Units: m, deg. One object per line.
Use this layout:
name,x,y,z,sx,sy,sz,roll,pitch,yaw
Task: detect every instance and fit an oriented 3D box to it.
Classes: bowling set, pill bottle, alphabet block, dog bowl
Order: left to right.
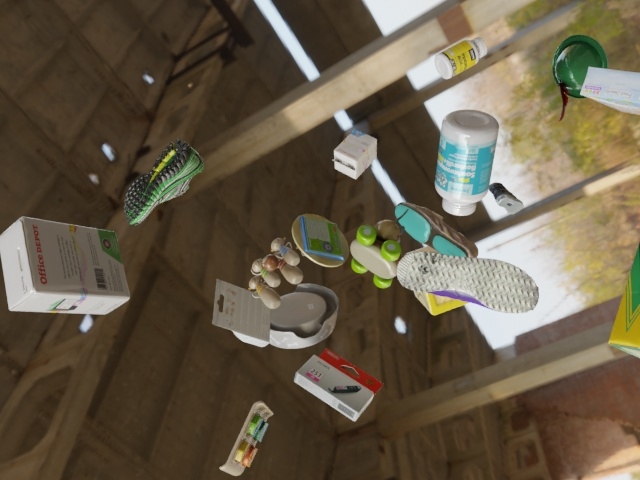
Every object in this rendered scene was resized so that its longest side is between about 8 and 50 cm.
bowling set,-0.144,0.062,2.211,0.154,0.287,0.200,41,174,37
dog bowl,-0.094,0.306,2.704,0.349,0.348,0.102,-74,-21,-60
alphabet block,0.438,0.129,2.430,0.197,0.193,0.193,-122,12,-71
pill bottle,0.334,-0.436,1.591,0.065,0.116,0.065,56,169,17
pill bottle,0.381,-0.199,1.772,0.146,0.146,0.264,-83,-6,-55

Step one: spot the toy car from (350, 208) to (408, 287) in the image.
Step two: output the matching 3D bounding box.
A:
toy car,0.185,0.002,1.802,0.148,0.155,0.188,33,-123,18

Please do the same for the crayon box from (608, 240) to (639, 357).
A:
crayon box,0.730,0.106,1.178,0.362,0.313,0.106,23,170,-7

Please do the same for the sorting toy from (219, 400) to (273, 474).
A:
sorting toy,-0.199,0.565,1.894,0.208,0.038,0.193,-60,-17,-19

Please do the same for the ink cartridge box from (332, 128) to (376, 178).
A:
ink cartridge box,0.112,-0.283,2.243,0.143,0.092,0.090,-47,-28,-27

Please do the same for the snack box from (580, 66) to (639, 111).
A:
snack box,0.707,-0.321,1.483,0.207,0.070,0.174,6,-167,-42

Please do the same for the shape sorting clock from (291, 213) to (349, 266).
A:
shape sorting clock,0.000,0.000,2.128,0.206,0.040,0.206,18,-136,-18

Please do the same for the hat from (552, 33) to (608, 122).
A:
hat,0.661,-0.459,1.830,0.183,0.173,0.208,-16,-135,-30

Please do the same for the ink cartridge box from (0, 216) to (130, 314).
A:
ink cartridge box,-0.640,0.070,1.683,0.278,0.117,0.202,12,-127,-54

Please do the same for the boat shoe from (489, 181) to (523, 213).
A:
boat shoe,0.673,-0.157,2.426,0.183,0.065,0.083,20,-141,-52

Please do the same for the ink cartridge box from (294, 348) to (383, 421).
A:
ink cartridge box,0.078,0.517,2.509,0.275,0.060,0.239,30,-142,19

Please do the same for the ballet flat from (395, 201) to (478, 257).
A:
ballet flat,0.378,-0.025,2.162,0.106,0.108,0.316,-24,-123,-39

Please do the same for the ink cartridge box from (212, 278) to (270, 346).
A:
ink cartridge box,-0.285,0.260,2.391,0.232,0.066,0.189,20,-131,-26

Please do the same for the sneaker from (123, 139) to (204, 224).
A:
sneaker,-0.521,-0.169,2.240,0.146,0.343,0.134,33,-161,-51

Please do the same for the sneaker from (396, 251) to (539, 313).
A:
sneaker,0.313,0.081,1.430,0.146,0.293,0.102,20,-96,-79
